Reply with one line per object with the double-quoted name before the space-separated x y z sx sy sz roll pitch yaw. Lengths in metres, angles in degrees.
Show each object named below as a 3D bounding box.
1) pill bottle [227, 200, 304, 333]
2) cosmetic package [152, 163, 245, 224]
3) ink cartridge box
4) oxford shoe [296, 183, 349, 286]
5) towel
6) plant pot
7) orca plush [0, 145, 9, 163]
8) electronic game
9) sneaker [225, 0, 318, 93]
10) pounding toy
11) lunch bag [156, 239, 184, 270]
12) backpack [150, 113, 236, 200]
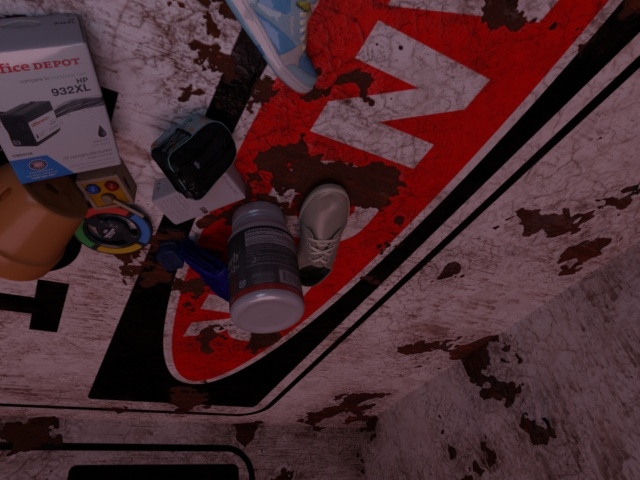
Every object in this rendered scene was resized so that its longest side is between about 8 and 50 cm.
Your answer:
"pill bottle" -0.171 0.071 1.384 0.210 0.363 0.210 -7 141 -6
"cosmetic package" -0.339 -0.142 1.310 0.231 0.086 0.117 -19 141 12
"ink cartridge box" -0.581 -0.294 0.993 0.223 0.129 0.308 -16 143 -20
"oxford shoe" 0.000 0.000 1.527 0.169 0.130 0.449 4 138 -14
"towel" -0.334 0.136 1.554 0.076 0.227 0.308 -50 144 -16
"plant pot" -0.737 -0.074 1.165 0.203 0.291 0.291 -37 136 11
"orca plush" -0.830 -0.219 1.087 0.287 0.102 0.151 6 138 -20
"electronic game" -0.627 -0.033 1.404 0.229 0.048 0.229 -6 141 -5
"sneaker" -0.041 -0.462 0.955 0.208 0.127 0.319 -25 140 19
"pounding toy" -0.560 -0.132 1.256 0.130 0.100 0.141 -10 141 0
"lunch bag" -0.485 0.048 1.521 0.067 0.065 0.098 -13 135 7
"backpack" -0.312 -0.218 1.163 0.188 0.144 0.166 -45 140 -16
